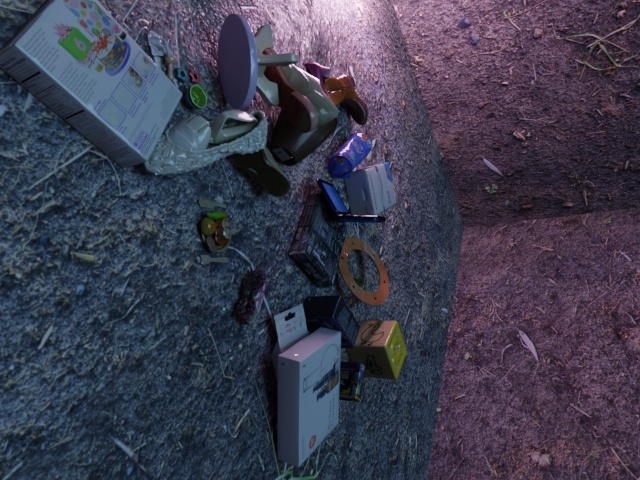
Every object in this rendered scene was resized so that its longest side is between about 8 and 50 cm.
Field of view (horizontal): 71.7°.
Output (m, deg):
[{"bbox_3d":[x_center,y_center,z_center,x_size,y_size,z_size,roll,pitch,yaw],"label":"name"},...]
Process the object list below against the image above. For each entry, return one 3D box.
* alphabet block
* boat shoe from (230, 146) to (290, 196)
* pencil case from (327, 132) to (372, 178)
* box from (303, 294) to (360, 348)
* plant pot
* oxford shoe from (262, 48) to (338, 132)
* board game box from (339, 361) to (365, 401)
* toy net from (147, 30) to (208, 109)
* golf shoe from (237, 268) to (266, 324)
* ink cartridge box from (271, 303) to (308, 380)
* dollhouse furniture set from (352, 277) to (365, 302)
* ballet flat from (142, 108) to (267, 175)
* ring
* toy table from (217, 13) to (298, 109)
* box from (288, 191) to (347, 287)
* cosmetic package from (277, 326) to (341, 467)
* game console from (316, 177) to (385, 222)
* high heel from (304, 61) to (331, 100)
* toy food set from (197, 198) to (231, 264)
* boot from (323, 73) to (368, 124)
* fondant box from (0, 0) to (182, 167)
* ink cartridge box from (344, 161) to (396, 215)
[{"bbox_3d":[0.254,0.490,1.998,0.192,0.197,0.193,-53,128,-50],"label":"alphabet block"},{"bbox_3d":[-0.215,-0.274,1.471,0.302,0.109,0.098,47,9,-30],"label":"boat shoe"},{"bbox_3d":[0.143,-0.396,2.061,0.133,0.119,0.306,52,40,-13],"label":"pencil case"},{"bbox_3d":[0.039,0.316,1.716,0.207,0.153,0.108,58,39,-34],"label":"box"},{"bbox_3d":[-0.085,-0.393,1.629,0.215,0.216,0.230,53,57,-41],"label":"plant pot"},{"bbox_3d":[-0.091,-0.532,1.533,0.147,0.140,0.396,-24,70,-27],"label":"oxford shoe"},{"bbox_3d":[0.082,0.546,1.724,0.048,0.171,0.140,45,46,-44],"label":"board game box"},{"bbox_3d":[-0.392,-0.489,1.255,0.232,0.045,0.122,61,38,-33],"label":"toy net"},{"bbox_3d":[-0.217,0.179,1.412,0.085,0.068,0.186,87,15,-55],"label":"golf shoe"},{"bbox_3d":[-0.109,0.354,1.564,0.181,0.056,0.224,-14,93,-59],"label":"ink cartridge box"},{"bbox_3d":[0.177,0.232,2.091,0.151,0.059,0.076,72,19,-56],"label":"dollhouse furniture set"},{"bbox_3d":[-0.302,-0.292,1.209,0.409,0.147,0.146,-29,110,-45],"label":"ballet flat"},{"bbox_3d":[0.192,0.142,2.033,0.337,0.032,0.336,28,45,-32],"label":"ring"},{"bbox_3d":[-0.212,-0.558,1.411,0.161,0.252,0.273,-13,114,-44],"label":"toy table"},{"bbox_3d":[0.000,0.000,1.786,0.242,0.077,0.307,51,43,-42],"label":"box"},{"bbox_3d":[-0.035,0.528,1.537,0.285,0.098,0.376,-17,112,-57],"label":"cosmetic package"},{"bbox_3d":[0.133,-0.161,1.838,0.293,0.251,0.173,-11,102,-75],"label":"game console"},{"bbox_3d":[-0.018,-0.640,1.910,0.117,0.082,0.243,0,98,-31],"label":"high heel"},{"bbox_3d":[-0.305,-0.026,1.315,0.132,0.039,0.191,4,81,-59],"label":"toy food set"},{"bbox_3d":[0.115,-0.654,2.092,0.280,0.096,0.263,-40,119,-54],"label":"boot"},{"bbox_3d":[-0.497,-0.365,1.006,0.330,0.096,0.238,49,44,-45],"label":"fondant box"},{"bbox_3d":[0.251,-0.253,2.207,0.307,0.129,0.222,-30,110,-57],"label":"ink cartridge box"}]
